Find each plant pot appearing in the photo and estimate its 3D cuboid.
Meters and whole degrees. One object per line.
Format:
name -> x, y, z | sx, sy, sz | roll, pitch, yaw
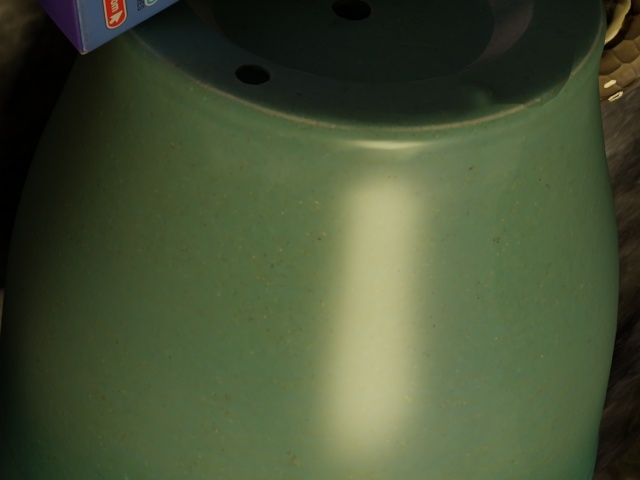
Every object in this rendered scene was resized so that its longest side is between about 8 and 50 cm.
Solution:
plant pot -> 0.000, 0.000, 0.687 | 0.271, 0.271, 0.255 | -26, 142, -32

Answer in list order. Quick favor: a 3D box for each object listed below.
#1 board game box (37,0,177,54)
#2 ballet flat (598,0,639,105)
board game box -> 0.000, -0.224, 0.452 | 0.233, 0.078, 0.347 | -33, 158, -18
ballet flat -> 0.151, -0.166, 0.759 | 0.058, 0.084, 0.250 | 48, 63, -42
